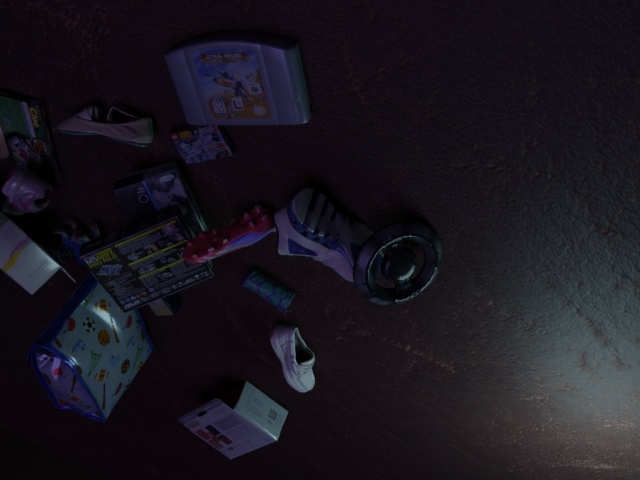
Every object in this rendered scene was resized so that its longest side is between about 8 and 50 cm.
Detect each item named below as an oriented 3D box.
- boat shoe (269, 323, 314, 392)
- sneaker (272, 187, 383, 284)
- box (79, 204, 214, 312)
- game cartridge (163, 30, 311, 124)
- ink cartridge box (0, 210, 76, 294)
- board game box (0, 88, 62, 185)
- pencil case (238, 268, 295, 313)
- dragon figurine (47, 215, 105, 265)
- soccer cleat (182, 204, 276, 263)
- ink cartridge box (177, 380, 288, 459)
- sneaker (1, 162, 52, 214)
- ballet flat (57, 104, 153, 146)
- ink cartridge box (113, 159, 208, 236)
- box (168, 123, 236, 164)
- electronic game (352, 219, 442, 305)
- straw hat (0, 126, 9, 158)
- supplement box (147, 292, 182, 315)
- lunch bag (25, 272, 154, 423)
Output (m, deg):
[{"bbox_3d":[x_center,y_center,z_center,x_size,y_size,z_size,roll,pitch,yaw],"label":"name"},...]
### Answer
[{"bbox_3d":[-0.064,0.371,1.875,0.096,0.098,0.277,-5,128,26],"label":"boat shoe"},{"bbox_3d":[-0.001,-0.001,1.500,0.315,0.127,0.182,41,147,-27],"label":"sneaker"},{"bbox_3d":[-0.443,0.052,1.575,0.270,0.060,0.216,-23,126,3],"label":"box"},{"bbox_3d":[-0.178,-0.339,1.286,0.298,0.062,0.198,3,136,19],"label":"game cartridge"},{"bbox_3d":[-0.893,0.023,1.752,0.207,0.119,0.353,23,154,44],"label":"ink cartridge box"},{"bbox_3d":[-0.767,-0.266,1.597,0.136,0.030,0.259,18,135,7],"label":"board game box"},{"bbox_3d":[-0.149,0.141,1.715,0.152,0.064,0.070,35,118,-12],"label":"pencil case"},{"bbox_3d":[-0.685,0.016,1.787,0.290,0.085,0.144,9,136,19],"label":"dragon figurine"},{"bbox_3d":[-0.225,0.000,1.532,0.248,0.083,0.095,-30,142,-5],"label":"soccer cleat"},{"bbox_3d":[-0.322,0.636,2.202,0.272,0.130,0.309,41,132,-16],"label":"ink cartridge box"},{"bbox_3d":[-0.801,-0.117,1.672,0.111,0.102,0.252,26,159,-18],"label":"sneaker"},{"bbox_3d":[-0.515,-0.285,1.458,0.249,0.086,0.086,11,134,9],"label":"ballet flat"},{"bbox_3d":[-0.394,-0.039,1.597,0.166,0.065,0.332,-19,129,0],"label":"ink cartridge box"},{"bbox_3d":[-0.280,-0.234,1.439,0.137,0.027,0.093,-6,130,26],"label":"box"},{"bbox_3d":[0.186,0.056,1.448,0.230,0.048,0.229,-9,120,-16],"label":"electronic game"},{"bbox_3d":[-0.909,-0.262,1.631,0.145,0.061,0.144,10,134,11],"label":"straw hat"},{"bbox_3d":[-0.492,0.186,1.895,0.083,0.056,0.083,-6,129,26],"label":"supplement box"},{"bbox_3d":[-0.738,0.324,1.932,0.239,0.327,0.385,11,136,14],"label":"lunch bag"}]
